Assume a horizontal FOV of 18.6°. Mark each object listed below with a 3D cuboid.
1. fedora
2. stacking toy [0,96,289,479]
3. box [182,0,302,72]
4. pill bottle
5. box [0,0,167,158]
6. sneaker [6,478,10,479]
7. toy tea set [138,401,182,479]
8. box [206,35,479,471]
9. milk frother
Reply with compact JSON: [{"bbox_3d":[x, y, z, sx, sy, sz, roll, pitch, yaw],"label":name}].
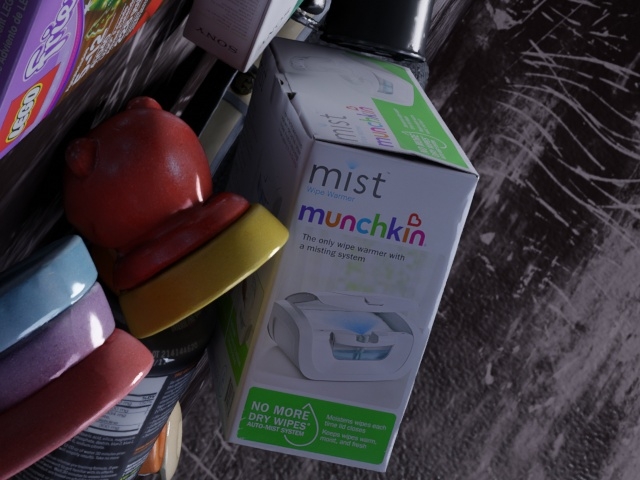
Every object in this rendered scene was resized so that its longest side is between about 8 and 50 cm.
[{"bbox_3d":[-0.013,-0.093,1.697,0.334,0.152,0.334,-56,177,-5],"label":"fedora"},{"bbox_3d":[-0.198,0.046,1.204,0.279,0.130,0.309,-28,-171,31],"label":"stacking toy"},{"bbox_3d":[0.021,-0.280,1.252,0.232,0.058,0.322,-55,177,-33],"label":"box"},{"bbox_3d":[-0.156,0.078,1.441,0.130,0.130,0.245,-53,175,-50],"label":"pill bottle"},{"bbox_3d":[-0.074,-0.182,0.801,0.201,0.057,0.293,-52,174,-49],"label":"box"},{"bbox_3d":[-0.267,0.275,1.762,0.110,0.122,0.283,-60,176,35],"label":"sneaker"},{"bbox_3d":[-0.198,0.133,1.859,0.336,0.124,0.200,81,13,-80],"label":"toy tea set"},{"bbox_3d":[0.000,0.000,1.418,0.262,0.127,0.231,-111,-144,-68],"label":"box"},{"bbox_3d":[0.024,-0.215,1.471,0.143,0.129,0.134,9,93,-70],"label":"milk frother"}]
